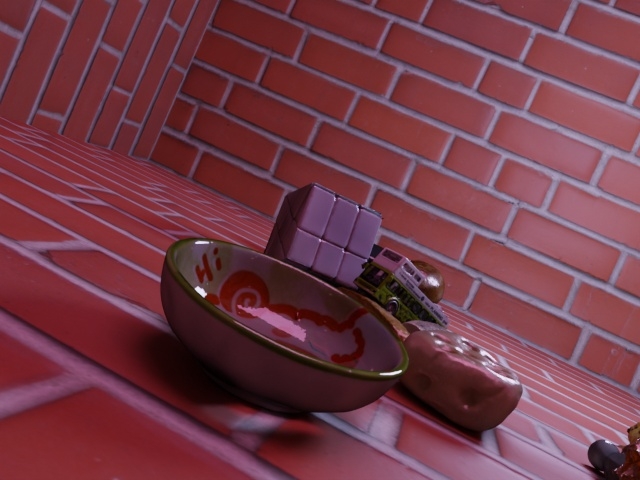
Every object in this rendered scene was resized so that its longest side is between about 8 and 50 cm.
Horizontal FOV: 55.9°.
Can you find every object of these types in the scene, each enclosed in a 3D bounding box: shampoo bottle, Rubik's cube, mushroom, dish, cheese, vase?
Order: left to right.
[{"bbox_3d":[-0.061,0.125,0.753,0.324,0.124,0.324,25,11,-5],"label":"dish"},{"bbox_3d":[0.000,0.000,1.637,0.224,0.221,0.231,23,-13,-19],"label":"Rubik's cube"},{"bbox_3d":[0.233,0.136,1.765,0.253,0.153,0.253,-13,4,1],"label":"mushroom"},{"bbox_3d":[0.263,0.239,1.457,0.127,0.078,0.257,33,9,32],"label":"shampoo bottle"},{"bbox_3d":[0.244,0.243,1.042,0.235,0.117,0.218,21,7,-18],"label":"cheese"},{"bbox_3d":[0.513,0.393,1.020,0.086,0.086,0.214,25,-1,8],"label":"vase"}]

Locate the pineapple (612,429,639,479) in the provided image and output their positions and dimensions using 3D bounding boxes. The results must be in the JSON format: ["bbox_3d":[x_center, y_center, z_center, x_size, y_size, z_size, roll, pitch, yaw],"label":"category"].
[{"bbox_3d":[0.494,0.373,0.838,0.135,0.079,0.233,-6,40,-24],"label":"pineapple"}]

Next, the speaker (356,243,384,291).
[{"bbox_3d":[0.103,0.079,1.957,0.388,0.180,0.184,25,9,-4],"label":"speaker"}]

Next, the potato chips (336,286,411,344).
[{"bbox_3d":[0.106,0.173,1.432,0.057,0.080,0.407,11,10,-29],"label":"potato chips"}]

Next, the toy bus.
[{"bbox_3d":[0.221,0.156,1.558,0.301,0.139,0.113,44,-8,-37],"label":"toy bus"}]

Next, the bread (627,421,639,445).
[{"bbox_3d":[0.823,0.501,1.356,0.235,0.099,0.210,20,0,19],"label":"bread"}]
